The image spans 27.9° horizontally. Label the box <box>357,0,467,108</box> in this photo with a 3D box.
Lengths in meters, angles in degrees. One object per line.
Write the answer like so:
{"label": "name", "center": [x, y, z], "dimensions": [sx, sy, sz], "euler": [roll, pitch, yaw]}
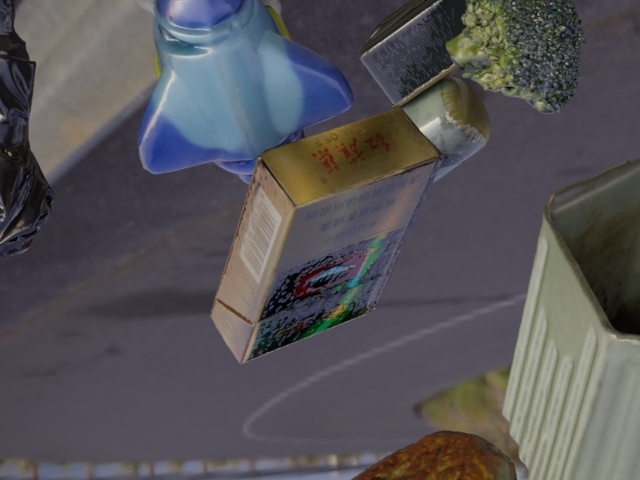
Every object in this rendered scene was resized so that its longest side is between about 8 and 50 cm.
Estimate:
{"label": "box", "center": [0.151, -0.269, 1.619], "dimensions": [0.201, 0.090, 0.144], "euler": [-33, -167, 31]}

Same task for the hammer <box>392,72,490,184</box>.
{"label": "hammer", "center": [0.142, -0.176, 1.752], "dimensions": [0.202, 0.113, 0.305], "euler": [-32, -159, 27]}

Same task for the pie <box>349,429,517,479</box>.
{"label": "pie", "center": [0.098, 0.346, 1.575], "dimensions": [0.315, 0.092, 0.315], "euler": [-28, -166, 8]}

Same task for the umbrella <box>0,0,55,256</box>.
{"label": "umbrella", "center": [-0.351, -0.149, 1.411], "dimensions": [0.118, 0.340, 0.118], "euler": [5, -168, -1]}

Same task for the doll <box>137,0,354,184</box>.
{"label": "doll", "center": [-0.081, -0.200, 1.199], "dimensions": [0.187, 0.366, 0.376], "euler": [-24, 165, 31]}

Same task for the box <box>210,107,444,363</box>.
{"label": "box", "center": [0.000, 0.000, 1.154], "dimensions": [0.159, 0.071, 0.240], "euler": [-23, 152, -30]}

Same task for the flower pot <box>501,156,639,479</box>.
{"label": "flower pot", "center": [0.243, 0.080, 0.822], "dimensions": [0.209, 0.239, 0.190], "euler": [-3, 126, -12]}

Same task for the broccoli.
{"label": "broccoli", "center": [0.198, -0.211, 1.365], "dimensions": [0.167, 0.154, 0.160], "euler": [16, 157, -34]}
